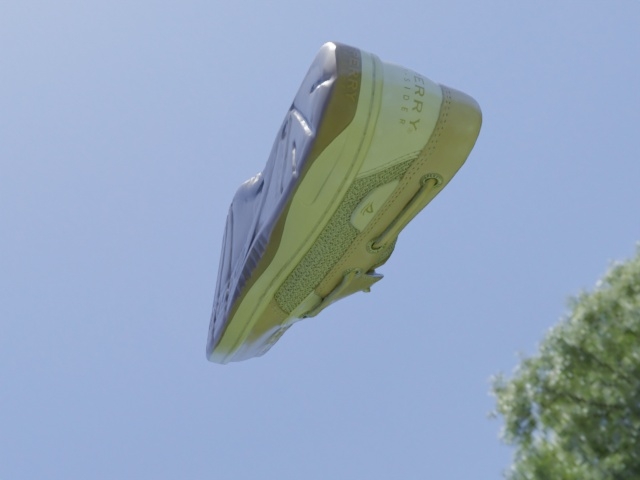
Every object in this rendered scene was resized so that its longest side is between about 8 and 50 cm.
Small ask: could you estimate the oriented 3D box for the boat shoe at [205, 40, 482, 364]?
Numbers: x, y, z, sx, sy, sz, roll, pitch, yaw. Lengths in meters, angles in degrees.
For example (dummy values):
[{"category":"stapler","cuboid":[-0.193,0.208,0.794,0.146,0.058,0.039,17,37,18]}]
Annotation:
[{"category":"boat shoe","cuboid":[0.000,0.000,0.672,0.098,0.109,0.302,13,-35,-14]}]
